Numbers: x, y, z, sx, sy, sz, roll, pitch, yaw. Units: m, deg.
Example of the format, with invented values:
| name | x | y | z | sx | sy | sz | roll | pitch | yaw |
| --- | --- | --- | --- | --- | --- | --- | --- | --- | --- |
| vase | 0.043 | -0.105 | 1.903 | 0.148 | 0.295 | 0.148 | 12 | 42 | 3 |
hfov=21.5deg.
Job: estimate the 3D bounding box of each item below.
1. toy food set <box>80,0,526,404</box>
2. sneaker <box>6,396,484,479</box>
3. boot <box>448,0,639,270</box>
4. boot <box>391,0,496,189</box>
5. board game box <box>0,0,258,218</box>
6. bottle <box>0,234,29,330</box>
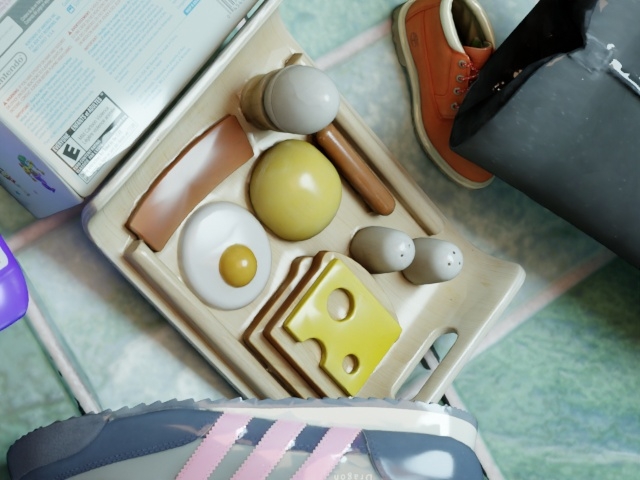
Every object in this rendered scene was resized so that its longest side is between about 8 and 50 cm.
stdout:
| name | x | y | z | sx | sy | sz | roll | pitch | yaw |
| --- | --- | --- | --- | --- | --- | --- | --- | --- | --- |
| toy food set | 0.000 | 0.000 | 1.193 | 0.306 | 0.092 | 0.219 | 48 | 66 | -24 |
| sneaker | -0.047 | 0.177 | 1.107 | 0.319 | 0.112 | 0.131 | -1 | 66 | -4 |
| boot | 0.276 | 0.032 | 1.265 | 0.445 | 0.146 | 0.367 | 36 | 86 | -23 |
| boot | 0.109 | -0.116 | 1.288 | 0.059 | 0.085 | 0.158 | -22 | 94 | -28 |
| board game box | -0.215 | -0.200 | 1.135 | 0.303 | 0.097 | 0.224 | 45 | 66 | -15 |
| bottle | -0.302 | -0.048 | 1.073 | 0.118 | 0.092 | 0.283 | -34 | 98 | -23 |
